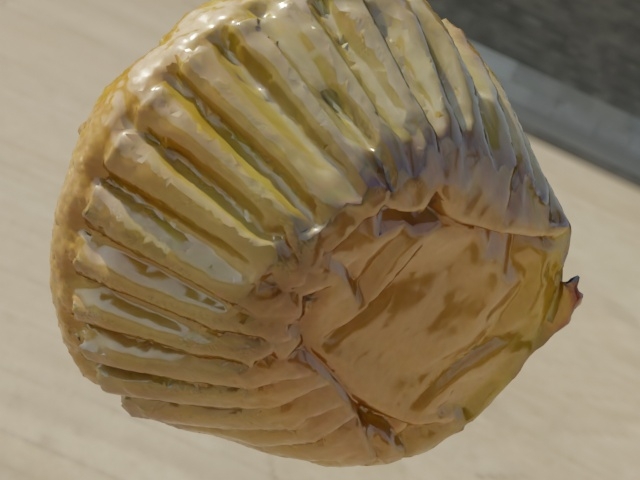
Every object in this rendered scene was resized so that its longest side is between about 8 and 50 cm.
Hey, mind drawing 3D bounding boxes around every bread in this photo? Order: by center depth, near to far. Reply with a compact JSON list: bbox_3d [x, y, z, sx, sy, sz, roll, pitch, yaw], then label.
[{"bbox_3d":[0.000,0.000,0.829,0.274,0.274,0.149,16,18,-43],"label":"bread"}]
